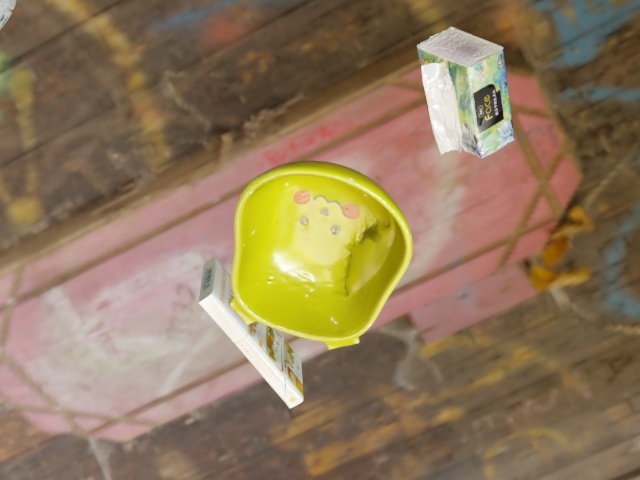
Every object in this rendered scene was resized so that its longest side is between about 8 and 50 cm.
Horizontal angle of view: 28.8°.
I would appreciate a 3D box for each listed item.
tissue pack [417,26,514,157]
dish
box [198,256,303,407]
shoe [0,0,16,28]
[{"bbox_3d":[0.144,-0.149,1.292,0.085,0.079,0.111,32,-35,46],"label":"tissue pack"},{"bbox_3d":[0.000,0.000,1.571,0.108,0.221,0.262,-74,-179,-55],"label":"dish"},{"bbox_3d":[-0.100,0.135,1.822,0.220,0.032,0.122,52,13,-22],"label":"box"},{"bbox_3d":[-0.540,-0.316,1.803,0.125,0.099,0.227,46,51,-28],"label":"shoe"}]
